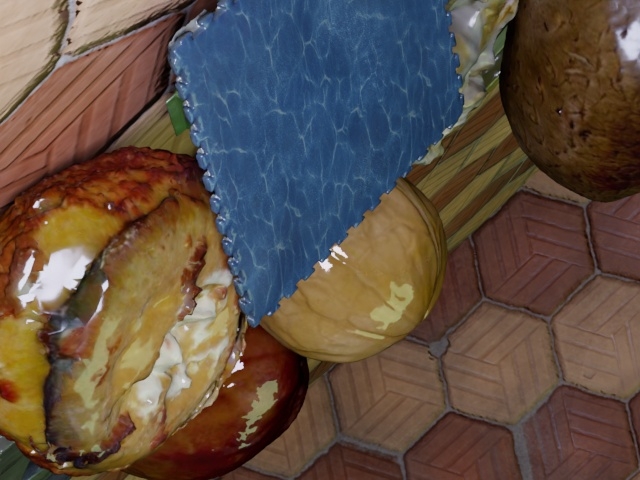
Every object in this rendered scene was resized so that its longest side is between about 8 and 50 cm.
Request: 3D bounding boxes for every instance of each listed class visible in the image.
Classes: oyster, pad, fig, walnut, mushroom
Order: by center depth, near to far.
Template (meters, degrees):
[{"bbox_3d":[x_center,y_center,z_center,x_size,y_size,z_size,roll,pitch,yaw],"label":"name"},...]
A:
[{"bbox_3d":[0.008,-0.108,1.330,0.269,0.012,0.269,-47,143,-28],"label":"pad"},{"bbox_3d":[0.087,-0.193,1.516,0.201,0.107,0.354,-40,151,-44],"label":"oyster"},{"bbox_3d":[0.000,0.000,1.648,0.193,0.226,0.193,-51,-176,5],"label":"walnut"},{"bbox_3d":[0.257,-0.202,1.662,0.239,0.345,0.345,-8,-177,18],"label":"mushroom"},{"bbox_3d":[-0.115,0.118,1.796,0.263,0.224,0.224,-42,172,11],"label":"fig"}]

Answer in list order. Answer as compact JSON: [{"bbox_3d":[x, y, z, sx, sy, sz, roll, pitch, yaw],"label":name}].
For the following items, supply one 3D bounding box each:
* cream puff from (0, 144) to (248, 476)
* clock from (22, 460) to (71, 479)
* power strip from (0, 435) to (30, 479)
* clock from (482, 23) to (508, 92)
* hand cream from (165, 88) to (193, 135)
[{"bbox_3d":[-0.155,0.045,1.335,0.240,0.164,0.240,-49,157,-30],"label":"cream puff"},{"bbox_3d":[-0.341,0.276,2.081,0.226,0.049,0.226,-40,172,-7],"label":"clock"},{"bbox_3d":[-0.317,0.210,1.848,0.078,0.052,0.272,-39,172,-28],"label":"power strip"},{"bbox_3d":[0.159,-0.198,1.994,0.237,0.057,0.237,-43,170,-9],"label":"clock"},{"bbox_3d":[-0.040,-0.141,1.396,0.175,0.046,0.095,-35,172,-6],"label":"hand cream"}]
